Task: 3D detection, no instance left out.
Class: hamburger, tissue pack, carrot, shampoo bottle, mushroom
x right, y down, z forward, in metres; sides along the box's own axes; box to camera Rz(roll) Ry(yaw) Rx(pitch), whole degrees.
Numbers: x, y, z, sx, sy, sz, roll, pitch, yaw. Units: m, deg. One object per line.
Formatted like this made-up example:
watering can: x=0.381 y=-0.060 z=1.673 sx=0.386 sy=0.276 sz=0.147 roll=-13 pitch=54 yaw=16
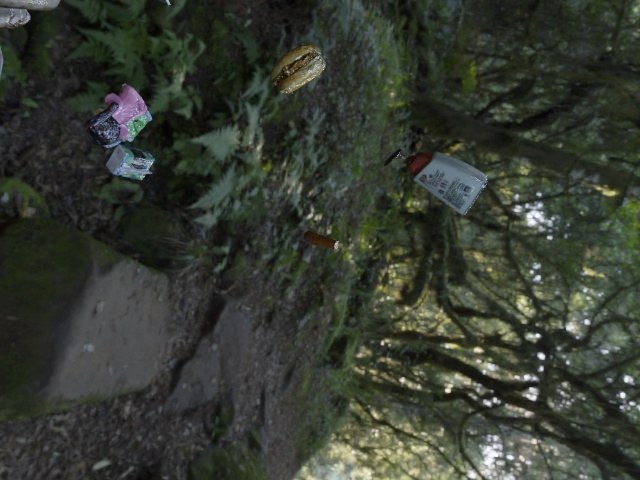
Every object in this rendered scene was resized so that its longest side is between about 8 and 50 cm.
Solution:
hamburger: x=-0.076 y=-0.598 z=1.997 sx=0.108 sy=0.214 sz=0.214 roll=58 pitch=2 yaw=-2
tissue pack: x=-0.573 y=-0.231 z=1.739 sx=0.085 sy=0.079 sz=0.111 roll=-52 pitch=153 yaw=17
carrot: x=0.000 y=0.000 z=1.374 sx=0.032 sy=0.093 sz=0.032 roll=-34 pitch=133 yaw=-47
shampoo bottle: x=0.331 y=-0.193 z=1.666 sx=0.071 sy=0.284 sz=0.153 roll=-61 pitch=179 yaw=-41
mushroom: x=-1.016 y=-0.789 z=1.811 sx=0.362 sy=0.363 sz=0.294 roll=-78 pitch=172 yaw=-70

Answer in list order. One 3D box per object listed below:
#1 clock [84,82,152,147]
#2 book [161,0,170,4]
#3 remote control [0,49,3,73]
clock: x=-0.636 y=-0.373 z=1.796 sx=0.195 sy=0.100 sz=0.194 roll=-47 pitch=171 yaw=-15
book: x=-0.549 y=-0.809 z=1.767 sx=0.014 sy=0.182 sz=0.127 roll=-50 pitch=154 yaw=-14
remote control: x=-0.814 y=-0.382 z=1.361 sx=0.145 sy=0.050 sz=0.343 roll=109 pitch=-27 yaw=-51
